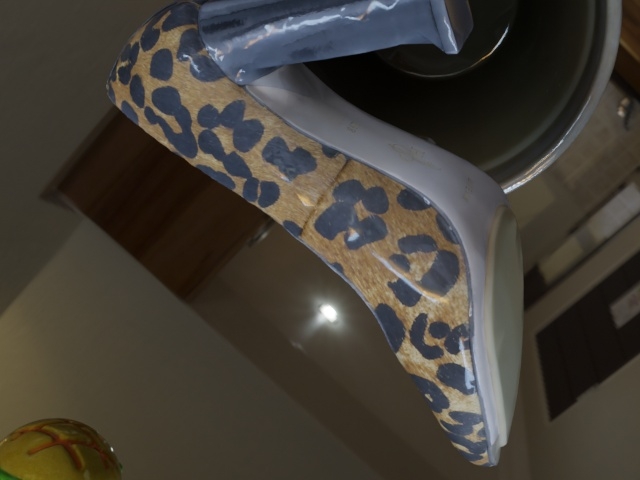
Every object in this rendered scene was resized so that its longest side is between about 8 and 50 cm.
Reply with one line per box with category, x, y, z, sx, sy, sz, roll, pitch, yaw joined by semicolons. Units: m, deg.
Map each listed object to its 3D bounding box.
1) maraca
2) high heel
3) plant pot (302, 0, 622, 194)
maraca;-0.244;0.214;0.840;0.127;0.099;0.186;21;177;-5
high heel;0.000;0.000;0.458;0.093;0.186;0.261;-46;-53;-57
plant pot;0.099;-0.215;0.837;0.323;0.323;0.280;44;-158;-5
